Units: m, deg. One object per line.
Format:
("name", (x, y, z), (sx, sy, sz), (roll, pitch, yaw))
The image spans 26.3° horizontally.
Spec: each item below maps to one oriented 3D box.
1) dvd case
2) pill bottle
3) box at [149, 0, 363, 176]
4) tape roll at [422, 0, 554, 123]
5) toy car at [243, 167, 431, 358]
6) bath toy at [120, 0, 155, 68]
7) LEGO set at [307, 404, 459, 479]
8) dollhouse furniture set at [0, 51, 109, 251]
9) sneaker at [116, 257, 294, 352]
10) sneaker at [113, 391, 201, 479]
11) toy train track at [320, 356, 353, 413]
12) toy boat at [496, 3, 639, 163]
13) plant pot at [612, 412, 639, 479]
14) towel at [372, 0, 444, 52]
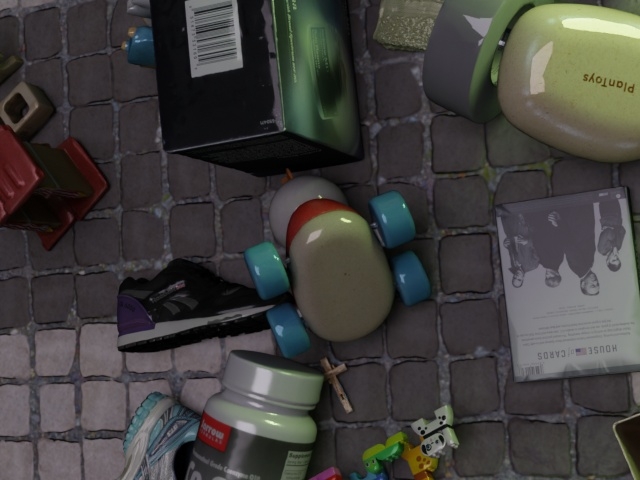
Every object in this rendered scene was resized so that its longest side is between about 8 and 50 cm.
("dvd case", (0.327, 0.059, 1.789), (0.179, 0.029, 0.239), (-8, 84, 22))
("pill bottle", (-0.098, 0.303, 1.882), (0.161, 0.161, 0.283), (16, 93, 23))
("box", (-0.080, -0.255, 1.839), (0.182, 0.294, 0.296), (-8, 84, 20))
("tape roll", (0.217, -0.262, 1.754), (0.072, 0.219, 0.219), (27, 97, 23))
("toy car", (0.000, 0.000, 1.874), (0.219, 0.210, 0.238), (-23, 38, -5))
("bath toy", (-0.209, -0.425, 2.000), (0.129, 0.151, 0.348), (7, 86, -15))
("LEGO set", (0.106, 0.320, 1.832), (0.227, 0.087, 0.093), (-32, 60, 18))
("dollhouse furniture set", (-0.508, -0.171, 2.068), (0.152, 0.201, 0.374), (-42, 73, 15))
("sneaker", (-0.175, 0.078, 1.965), (0.283, 0.107, 0.124), (-12, 76, 22))
("sneaker", (-0.238, 0.368, 1.969), (0.122, 0.110, 0.283), (18, 94, 20))
("toy train track", (0.024, 0.202, 1.918), (0.048, 0.014, 0.083), (-28, 82, 12))
("toy boat", (0.367, -0.257, 1.728), (0.267, 0.148, 0.318), (17, 90, -10))
("plant pot", (0.438, 0.255, 1.692), (0.109, 0.096, 0.109), (-25, 78, 19))
("towel", (0.149, -0.312, 1.891), (0.148, 0.027, 0.110), (11, 92, 23))
